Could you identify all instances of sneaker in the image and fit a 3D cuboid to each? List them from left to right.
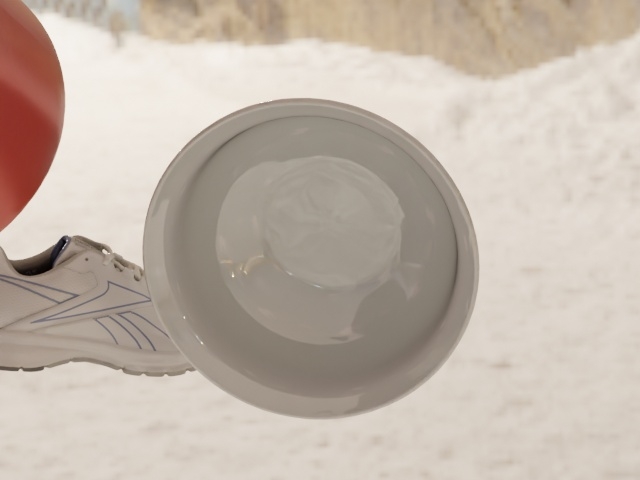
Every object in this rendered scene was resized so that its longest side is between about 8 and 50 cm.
[{"bbox_3d":[-0.210,0.062,1.696,0.297,0.129,0.111,2,13,-21],"label":"sneaker"}]

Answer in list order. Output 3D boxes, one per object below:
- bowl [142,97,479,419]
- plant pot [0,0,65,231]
[{"bbox_3d":[0.000,0.000,1.544,0.297,0.298,0.134,0,19,11],"label":"bowl"},{"bbox_3d":[-0.352,-0.140,1.298,0.274,0.275,0.243,-1,-21,7],"label":"plant pot"}]
